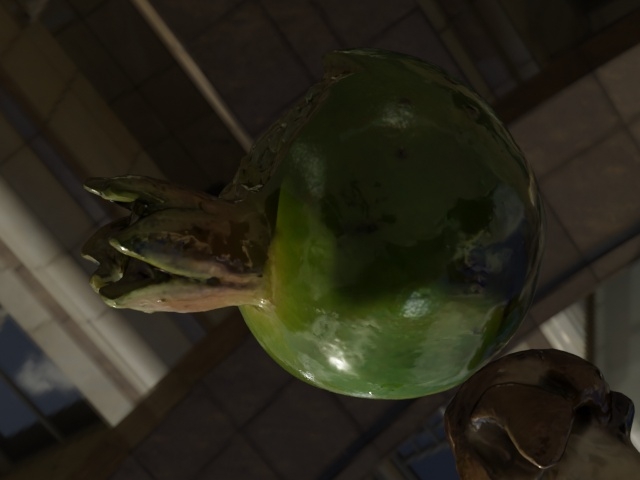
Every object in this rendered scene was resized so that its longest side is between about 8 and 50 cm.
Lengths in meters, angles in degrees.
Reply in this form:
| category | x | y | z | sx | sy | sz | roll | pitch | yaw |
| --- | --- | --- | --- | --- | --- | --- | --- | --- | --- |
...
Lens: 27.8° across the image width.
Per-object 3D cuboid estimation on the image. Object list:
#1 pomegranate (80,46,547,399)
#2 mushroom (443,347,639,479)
| category | x | y | z | sx | sy | sz | roll | pitch | yaw |
| --- | --- | --- | --- | --- | --- | --- | --- | --- | --- |
| pomegranate | 0.000 | 0.000 | 0.838 | 0.302 | 0.236 | 0.236 | -11 | -170 | -30 |
| mushroom | 0.112 | 0.108 | 0.394 | 0.061 | 0.187 | 0.060 | -38 | 168 | -44 |
